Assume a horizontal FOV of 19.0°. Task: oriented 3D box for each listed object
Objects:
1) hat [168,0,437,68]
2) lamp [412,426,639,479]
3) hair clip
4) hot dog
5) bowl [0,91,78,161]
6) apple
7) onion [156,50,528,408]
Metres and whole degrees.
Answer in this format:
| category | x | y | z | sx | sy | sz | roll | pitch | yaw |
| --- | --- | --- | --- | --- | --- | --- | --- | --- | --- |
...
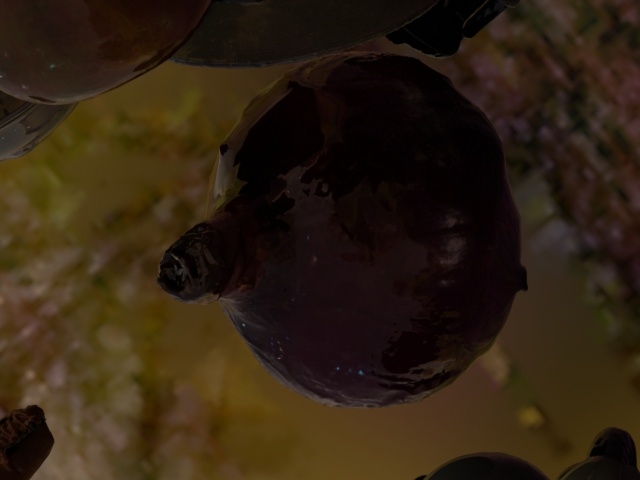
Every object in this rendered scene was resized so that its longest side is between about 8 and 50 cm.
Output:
| category | x | y | z | sx | sy | sz | roll | pitch | yaw |
| --- | --- | --- | --- | --- | --- | --- | --- | --- | --- |
| hat | -0.031 | -0.242 | 1.489 | 0.257 | 0.257 | 0.130 | -132 | 27 | -61 |
| lamp | 0.181 | 0.272 | 1.698 | 0.198 | 0.244 | 0.198 | 46 | -151 | -35 |
| hair clip | 0.129 | -0.314 | 1.910 | 0.206 | 0.194 | 0.310 | 51 | -149 | -2 |
| hot dog | -0.328 | 0.234 | 1.841 | 0.072 | 0.188 | 0.055 | 26 | 159 | 31 |
| bowl | -0.336 | -0.178 | 1.880 | 0.345 | 0.345 | 0.157 | 49 | 171 | 38 |
| apple | -0.162 | -0.185 | 1.197 | 0.196 | 0.196 | 0.196 | 50 | 179 | 2 |
| onion | 0.000 | 0.000 | 1.795 | 0.385 | 0.348 | 0.348 | -12 | -128 | -45 |
